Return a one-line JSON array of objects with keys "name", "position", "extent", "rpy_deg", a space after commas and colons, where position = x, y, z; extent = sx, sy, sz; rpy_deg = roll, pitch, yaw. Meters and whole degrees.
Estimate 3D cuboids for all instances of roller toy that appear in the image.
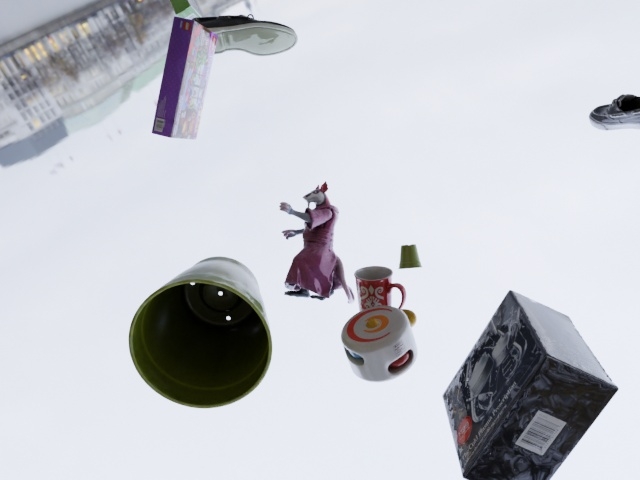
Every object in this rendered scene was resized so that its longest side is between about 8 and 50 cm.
[{"name": "roller toy", "position": [0.160, 0.272, 1.804], "extent": [0.209, 0.146, 0.191], "rpy_deg": [-11, -151, 16]}]

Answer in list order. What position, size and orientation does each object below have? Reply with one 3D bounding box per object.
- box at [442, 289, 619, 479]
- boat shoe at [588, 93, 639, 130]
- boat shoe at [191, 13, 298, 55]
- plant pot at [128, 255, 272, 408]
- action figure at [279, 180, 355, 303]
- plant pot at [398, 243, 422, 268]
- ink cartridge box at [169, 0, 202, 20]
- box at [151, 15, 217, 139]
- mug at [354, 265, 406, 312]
[{"name": "box", "position": [0.452, 0.346, 1.518], "extent": [0.312, 0.179, 0.343], "rpy_deg": [-84, -160, -70]}, {"name": "boat shoe", "position": [0.934, -0.400, 2.039], "extent": [0.108, 0.102, 0.301], "rpy_deg": [-39, -156, -7]}, {"name": "boat shoe", "position": [-0.243, -0.642, 2.050], "extent": [0.340, 0.127, 0.113], "rpy_deg": [-7, -122, -4]}, {"name": "plant pot", "position": [-0.300, 0.212, 1.857], "extent": [0.366, 0.366, 0.353], "rpy_deg": [-22, -163, 9]}, {"name": "action figure", "position": [0.000, 0.000, 2.064], "extent": [0.275, 0.370, 0.248], "rpy_deg": [10, 177, 4]}, {"name": "plant pot", "position": [0.293, 0.053, 2.201], "extent": [0.083, 0.079, 0.083], "rpy_deg": [-5, 177, 0]}, {"name": "ink cartridge box", "position": [-0.492, -0.856, 2.320], "extent": [0.062, 0.209, 0.109], "rpy_deg": [-28, 166, 9]}, {"name": "box", "position": [-0.349, -0.412, 1.734], "extent": [0.057, 0.293, 0.201], "rpy_deg": [14, -171, 6]}, {"name": "mug", "position": [0.165, 0.176, 1.924], "extent": [0.113, 0.169, 0.150], "rpy_deg": [-13, -159, -24]}]
